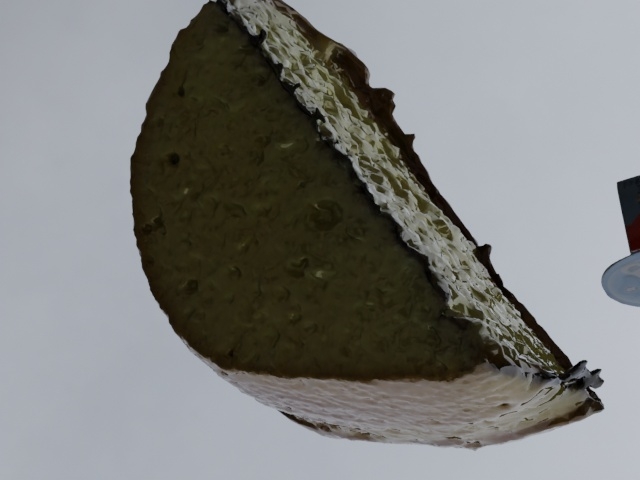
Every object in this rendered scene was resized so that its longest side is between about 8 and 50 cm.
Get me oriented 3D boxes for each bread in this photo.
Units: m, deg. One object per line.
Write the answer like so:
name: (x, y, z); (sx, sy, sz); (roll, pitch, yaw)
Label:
bread: (-0.003, 0.010, 0.767); (0.134, 0.129, 0.260); (-46, -118, 16)

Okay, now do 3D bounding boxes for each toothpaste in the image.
toothpaste: (0.199, 0.024, 0.919); (0.070, 0.193, 0.044); (-16, -121, 17)
